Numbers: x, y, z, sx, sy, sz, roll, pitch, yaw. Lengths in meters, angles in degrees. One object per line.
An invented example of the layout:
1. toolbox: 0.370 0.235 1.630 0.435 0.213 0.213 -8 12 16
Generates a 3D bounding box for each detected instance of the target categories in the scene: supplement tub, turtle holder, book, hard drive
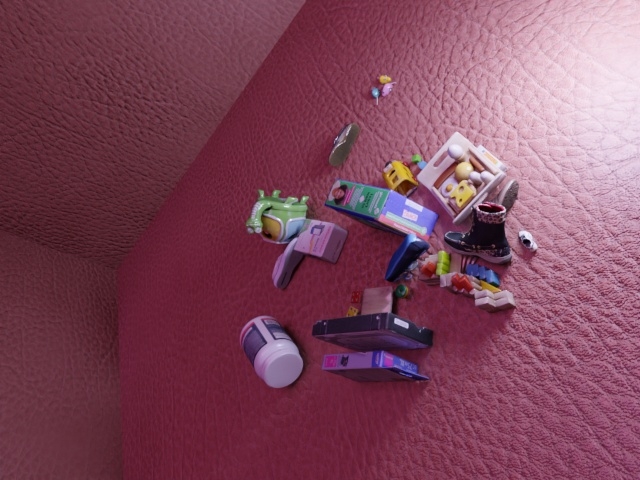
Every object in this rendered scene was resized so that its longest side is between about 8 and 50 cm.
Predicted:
1. supplement tub: -0.204 0.453 2.076 0.191 0.191 0.272 -58 37 8
2. turtle holder: -0.192 -0.102 2.314 0.320 0.243 0.228 -65 -14 -79
3. book: 0.553 -0.252 1.718 0.096 0.035 0.144 -50 38 20
4. hard drive: 0.167 0.311 1.679 0.338 0.236 0.064 -14 58 44

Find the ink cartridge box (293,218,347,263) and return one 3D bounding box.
1. ink cartridge box: 0.000 0.000 2.181 0.212 0.093 0.154 14 80 51

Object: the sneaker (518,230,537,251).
1. sneaker: 0.610 -0.004 1.498 0.032 0.036 0.083 -47 38 23

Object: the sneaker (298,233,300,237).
1. sneaker: -0.083 -0.005 2.328 0.098 0.038 0.069 -40 44 27

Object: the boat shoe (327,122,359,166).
1. boat shoe: 0.099 -0.443 2.340 0.224 0.080 0.073 -59 31 -3

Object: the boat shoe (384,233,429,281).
1. boat shoe: 0.295 0.081 1.745 0.258 0.088 0.109 116 172 -60

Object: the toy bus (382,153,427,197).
1. toy bus: 0.294 -0.256 1.968 0.202 0.104 0.191 1 70 50

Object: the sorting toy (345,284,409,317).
1. sorting toy: 0.207 0.240 1.829 0.274 0.046 0.132 -13 60 45

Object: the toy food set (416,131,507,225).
1. toy food set: 0.462 -0.213 1.706 0.220 0.092 0.306 -50 33 21

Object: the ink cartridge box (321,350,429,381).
1. ink cartridge box: 0.177 0.413 1.648 0.311 0.185 0.065 -14 57 45

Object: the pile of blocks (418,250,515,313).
1. pile of blocks: 0.439 0.105 1.576 0.362 0.112 0.149 25 89 53

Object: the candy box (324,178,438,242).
1. candy box: 0.217 -0.110 1.839 0.317 0.268 0.122 18 87 53

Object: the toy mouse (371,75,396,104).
1. toy mouse: 0.275 -0.691 2.306 0.161 0.031 0.143 22 86 53

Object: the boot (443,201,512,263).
1. boot: 0.477 -0.039 1.558 0.085 0.179 0.236 -31 33 -28

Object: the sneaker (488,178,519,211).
1. sneaker: 0.557 -0.112 1.600 0.071 0.066 0.189 26 90 52

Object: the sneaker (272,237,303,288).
1. sneaker: -0.159 0.092 2.303 0.091 0.094 0.258 43 109 49
